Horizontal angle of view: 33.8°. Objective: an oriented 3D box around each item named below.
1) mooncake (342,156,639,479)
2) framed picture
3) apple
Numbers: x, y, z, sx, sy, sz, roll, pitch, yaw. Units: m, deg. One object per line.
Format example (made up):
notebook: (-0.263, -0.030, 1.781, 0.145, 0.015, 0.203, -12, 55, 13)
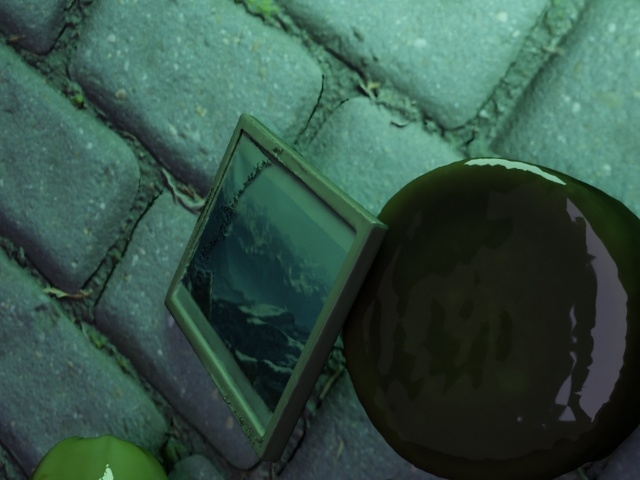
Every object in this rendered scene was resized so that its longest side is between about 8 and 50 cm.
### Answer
mooncake: (0.167, 0.072, 0.933, 0.284, 0.155, 0.285, -1, 89, 33)
framed picture: (-0.063, 0.030, 1.066, 0.247, 0.022, 0.335, -65, 31, 13)
apple: (-0.249, 0.315, 1.168, 0.200, 0.200, 0.200, -1, 87, 32)
